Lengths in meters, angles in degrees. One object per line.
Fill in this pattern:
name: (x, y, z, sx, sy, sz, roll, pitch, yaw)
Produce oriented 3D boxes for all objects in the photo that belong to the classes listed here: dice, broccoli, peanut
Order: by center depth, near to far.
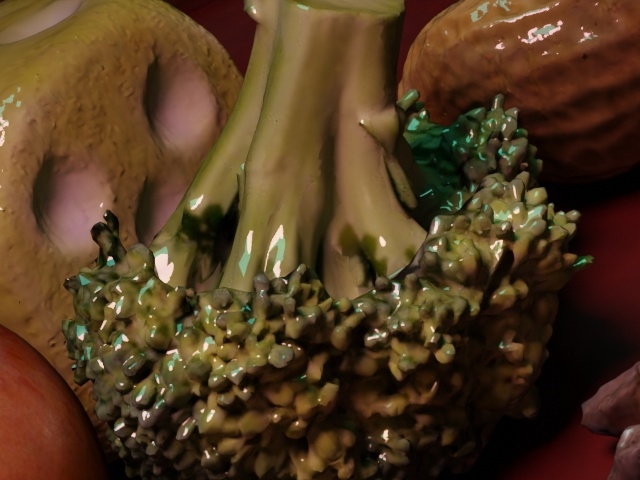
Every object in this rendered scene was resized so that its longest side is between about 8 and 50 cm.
broccoli: (0.010, 0.016, 0.982, 0.260, 0.235, 0.288, -54, 15, 18)
peanut: (0.158, -0.103, 1.096, 0.233, 0.197, 0.110, -24, 63, 19)
dice: (-0.171, -0.006, 1.160, 0.238, 0.227, 0.233, -8, 30, 44)

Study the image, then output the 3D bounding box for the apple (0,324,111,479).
apple: (-0.213, 0.160, 0.953, 0.253, 0.253, 0.253, -23, 26, 12)

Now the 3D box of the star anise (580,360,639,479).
star anise: (0.202, 0.070, 0.861, 0.195, 0.065, 0.182, -13, 31, 20)
